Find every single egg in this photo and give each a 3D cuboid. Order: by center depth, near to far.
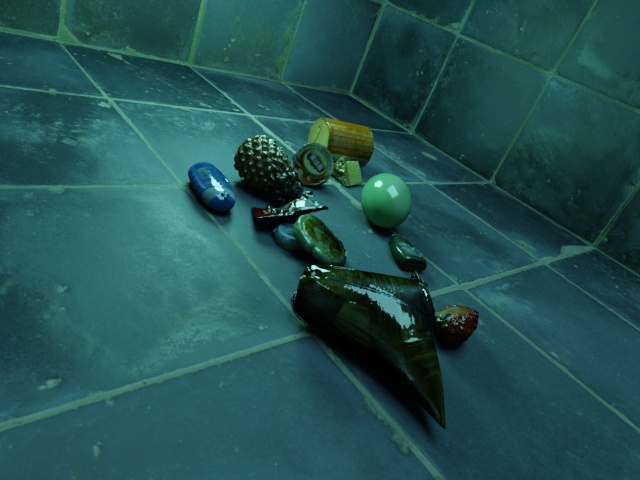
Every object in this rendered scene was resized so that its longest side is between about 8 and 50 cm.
[{"bbox_3d":[0.285,-0.171,2.029,0.220,0.221,0.270,13,31,-18],"label":"egg"}]

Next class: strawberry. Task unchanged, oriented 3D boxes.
[{"bbox_3d":[0.425,0.272,1.497,0.235,0.107,0.175,-1,-1,-39],"label":"strawberry"}]

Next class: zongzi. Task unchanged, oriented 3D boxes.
[{"bbox_3d":[0.121,0.258,1.218,0.402,0.208,0.432,11,41,-10],"label":"zongzi"}]

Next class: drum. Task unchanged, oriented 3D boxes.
[{"bbox_3d":[-0.074,-0.034,1.709,0.130,0.049,0.253,30,28,14],"label":"drum"}]

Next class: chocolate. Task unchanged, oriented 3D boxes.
[{"bbox_3d":[-0.056,-0.346,2.180,0.221,0.222,0.147,10,2,-23],"label":"chocolate"}]

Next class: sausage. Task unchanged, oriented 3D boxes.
[{"bbox_3d":[0.108,-0.514,2.500,0.286,0.233,0.233,3,34,-30],"label":"sausage"}]

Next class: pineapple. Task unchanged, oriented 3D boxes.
[{"bbox_3d":[-0.173,-0.248,1.871,0.357,0.223,0.222,45,34,21],"label":"pineapple"}]

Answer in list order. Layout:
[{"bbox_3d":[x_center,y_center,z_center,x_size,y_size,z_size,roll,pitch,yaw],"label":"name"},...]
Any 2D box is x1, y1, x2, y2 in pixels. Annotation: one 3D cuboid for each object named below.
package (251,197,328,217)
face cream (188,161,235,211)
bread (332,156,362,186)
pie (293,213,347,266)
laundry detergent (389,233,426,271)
[{"bbox_3d":[-0.112,-0.112,1.723,0.269,0.071,0.194,-12,8,-12],"label":"package"},{"bbox_3d":[-0.390,-0.192,1.716,0.149,0.083,0.264,1,35,-34],"label":"face cream"},{"bbox_3d":[0.129,-0.331,2.369,0.147,0.127,0.152,-8,74,-47],"label":"bread"},{"bbox_3d":[0.000,0.000,1.633,0.240,0.054,0.241,38,25,-21],"label":"pie"},{"bbox_3d":[0.336,0.041,1.869,0.137,0.063,0.211,13,27,-22],"label":"laundry detergent"}]
